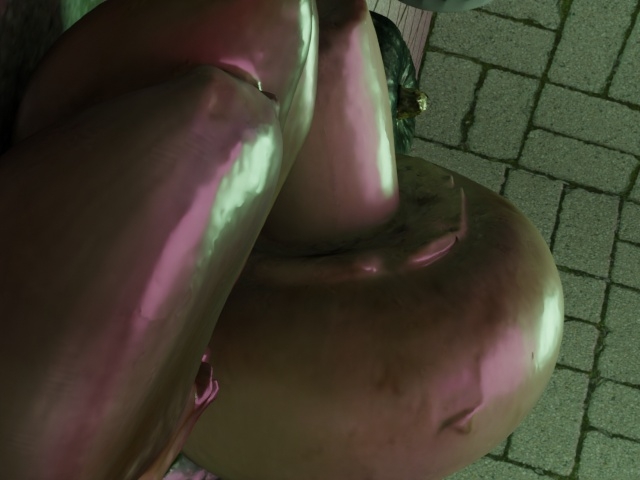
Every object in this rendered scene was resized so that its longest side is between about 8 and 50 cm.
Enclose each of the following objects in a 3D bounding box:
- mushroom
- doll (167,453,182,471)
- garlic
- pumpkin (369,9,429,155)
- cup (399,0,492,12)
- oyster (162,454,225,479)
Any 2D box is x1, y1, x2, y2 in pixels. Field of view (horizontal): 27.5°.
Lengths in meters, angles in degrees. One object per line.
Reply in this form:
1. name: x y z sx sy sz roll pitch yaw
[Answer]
1. mushroom: 0.000 0.000 0.884 0.314 0.314 0.336 -66 149 -54
2. doll: -0.115 0.285 1.444 0.341 0.099 0.346 -19 121 -81
3. garlic: -0.096 0.008 0.634 0.325 0.132 0.279 105 5 -45
4. pumpkin: 0.041 -0.150 1.435 0.211 0.152 0.211 11 90 -86
5. cup: 0.132 -0.364 1.187 0.371 0.253 0.253 86 21 -78
6. oyster: -0.127 0.316 1.244 0.087 0.199 0.252 -146 -129 -61
